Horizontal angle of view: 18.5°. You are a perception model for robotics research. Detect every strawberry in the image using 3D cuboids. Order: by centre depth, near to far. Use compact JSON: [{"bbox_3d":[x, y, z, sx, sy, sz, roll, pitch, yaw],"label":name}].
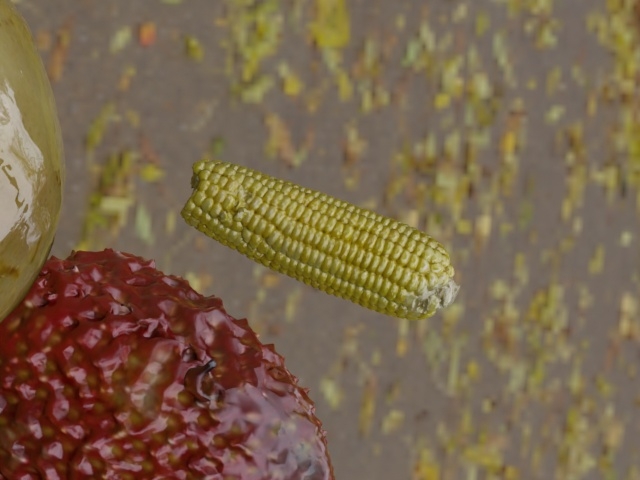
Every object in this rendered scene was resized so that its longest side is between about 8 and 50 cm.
[{"bbox_3d":[-0.158,0.141,1.707,0.292,0.343,0.292,1,89,-53],"label":"strawberry"}]

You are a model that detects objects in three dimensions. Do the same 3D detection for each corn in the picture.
[{"bbox_3d":[0.000,0.000,1.372,0.067,0.206,0.067,22,90,-89],"label":"corn"}]

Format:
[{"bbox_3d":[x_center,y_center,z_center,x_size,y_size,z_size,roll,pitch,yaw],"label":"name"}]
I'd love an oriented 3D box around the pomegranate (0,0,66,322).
[{"bbox_3d":[-0.294,-0.055,1.108,0.319,0.319,0.319,5,90,-65],"label":"pomegranate"}]
